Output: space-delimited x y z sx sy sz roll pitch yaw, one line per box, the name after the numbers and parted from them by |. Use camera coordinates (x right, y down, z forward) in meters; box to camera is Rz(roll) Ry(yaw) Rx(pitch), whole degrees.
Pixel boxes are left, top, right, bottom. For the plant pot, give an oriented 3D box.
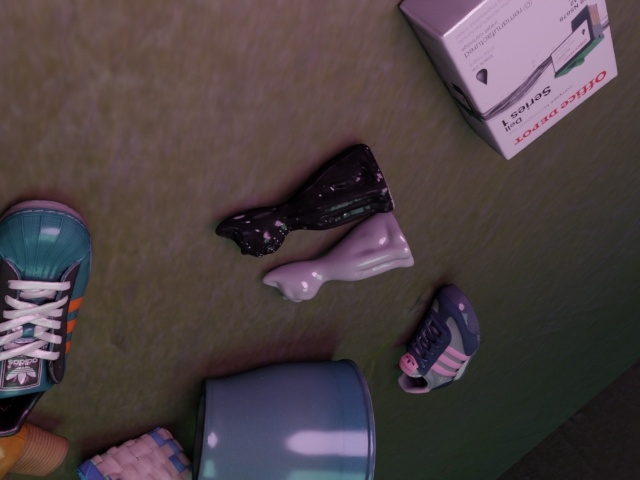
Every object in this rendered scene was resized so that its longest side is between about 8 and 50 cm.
-0.078 0.332 0.825 0.256 0.271 0.271 7 130 -16 | plant pot

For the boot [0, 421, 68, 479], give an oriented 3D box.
-0.541 0.342 0.699 0.295 0.104 0.211 -41 133 7 | boot

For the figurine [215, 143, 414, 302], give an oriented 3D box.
0.000 0.000 0.655 0.210 0.092 0.214 -23 141 6 | figurine

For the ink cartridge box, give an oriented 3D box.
0.212 -0.215 0.533 0.160 0.092 0.219 -40 138 14 | ink cartridge box

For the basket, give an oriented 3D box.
-0.354 0.485 0.835 0.289 0.201 0.254 -35 151 -45 | basket

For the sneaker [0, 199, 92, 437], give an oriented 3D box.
-0.317 0.099 0.541 0.108 0.121 0.302 7 128 -34 | sneaker

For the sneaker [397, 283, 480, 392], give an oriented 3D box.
0.222 0.214 0.967 0.131 0.112 0.318 -21 138 -13 | sneaker
